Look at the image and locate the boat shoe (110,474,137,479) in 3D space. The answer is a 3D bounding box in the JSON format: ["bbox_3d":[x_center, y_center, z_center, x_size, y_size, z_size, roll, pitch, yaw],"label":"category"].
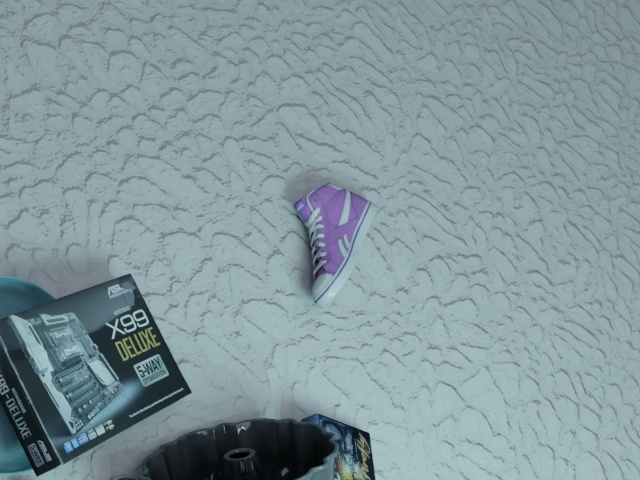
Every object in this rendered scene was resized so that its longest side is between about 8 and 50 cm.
[{"bbox_3d":[-0.334,0.535,1.445,0.116,0.096,0.324,22,62,-19],"label":"boat shoe"}]

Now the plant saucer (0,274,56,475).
[{"bbox_3d":[-0.509,0.215,1.452,0.317,0.043,0.318,28,54,-47],"label":"plant saucer"}]

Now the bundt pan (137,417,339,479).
[{"bbox_3d":[-0.126,0.407,1.490,0.330,0.331,0.124,-11,99,-30],"label":"bundt pan"}]

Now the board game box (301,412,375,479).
[{"bbox_3d":[0.041,0.449,1.634,0.165,0.042,0.243,30,42,-44],"label":"board game box"}]

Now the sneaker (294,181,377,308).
[{"bbox_3d":[0.000,0.000,1.835,0.161,0.102,0.282,30,49,-9],"label":"sneaker"}]

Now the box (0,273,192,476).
[{"bbox_3d":[-0.384,0.209,1.492,0.307,0.076,0.242,-21,83,-56],"label":"box"}]
